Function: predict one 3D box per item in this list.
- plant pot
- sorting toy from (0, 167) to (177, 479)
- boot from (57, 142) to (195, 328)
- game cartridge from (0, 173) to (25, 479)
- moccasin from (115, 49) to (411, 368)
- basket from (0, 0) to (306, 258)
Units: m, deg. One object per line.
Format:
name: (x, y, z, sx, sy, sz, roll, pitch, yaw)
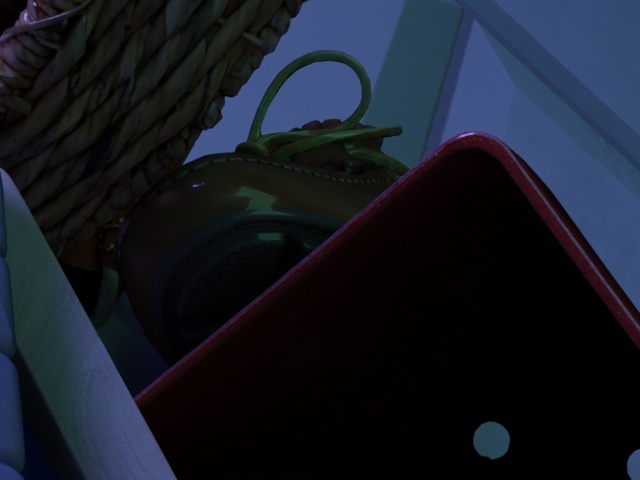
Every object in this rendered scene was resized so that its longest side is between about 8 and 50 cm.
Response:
plant pot: (0.078, 0.142, 0.833, 0.267, 0.267, 0.236, 55, 16, 14)
sorting toy: (-0.089, 0.158, 0.603, 0.089, 0.257, 0.255, -19, 56, -21)
boot: (-0.097, -0.028, 0.904, 0.059, 0.158, 0.084, 17, 38, 6)
game cartridge: (-0.222, -0.015, 0.399, 0.355, 0.068, 0.230, 26, 38, -34)
moccasin: (0.002, -0.002, 0.962, 0.147, 0.139, 0.380, 58, 21, 14)
basket: (-0.159, -0.132, 0.785, 0.223, 0.299, 0.213, 29, 32, -34)
